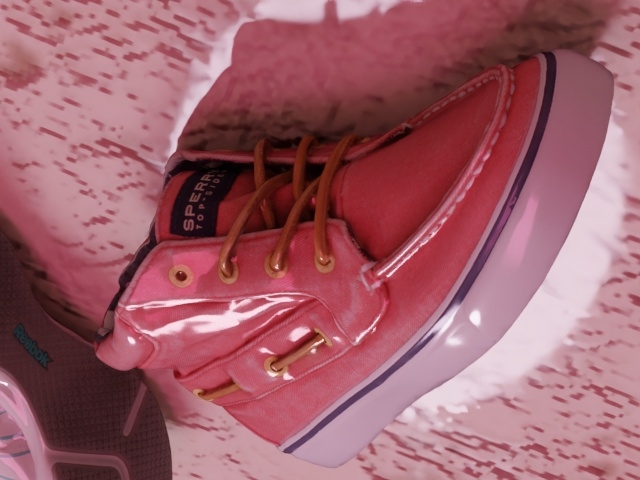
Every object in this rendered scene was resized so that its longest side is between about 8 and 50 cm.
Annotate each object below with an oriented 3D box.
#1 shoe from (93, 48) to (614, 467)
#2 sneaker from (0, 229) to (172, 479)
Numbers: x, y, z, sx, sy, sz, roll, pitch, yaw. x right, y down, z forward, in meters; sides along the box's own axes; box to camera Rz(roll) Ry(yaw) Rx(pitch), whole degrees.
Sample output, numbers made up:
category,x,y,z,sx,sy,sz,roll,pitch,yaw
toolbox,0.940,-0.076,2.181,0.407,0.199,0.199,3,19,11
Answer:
category,x,y,z,sx,sy,sz,roll,pitch,yaw
shoe,0.000,0.000,0.486,0.081,0.063,0.178,23,145,-11
sneaker,-0.101,0.045,0.599,0.061,0.053,0.152,-6,128,42
